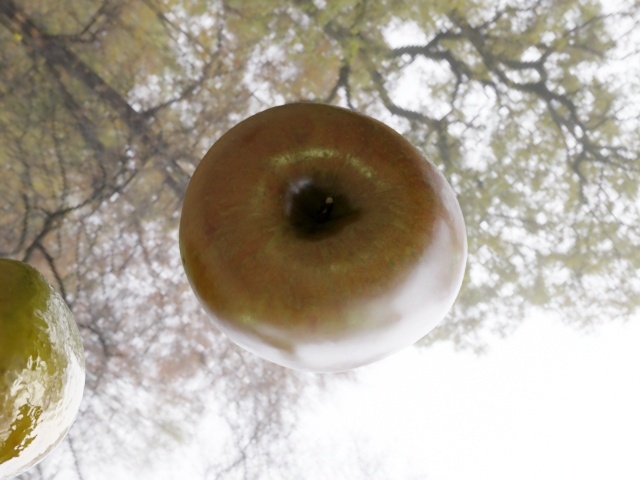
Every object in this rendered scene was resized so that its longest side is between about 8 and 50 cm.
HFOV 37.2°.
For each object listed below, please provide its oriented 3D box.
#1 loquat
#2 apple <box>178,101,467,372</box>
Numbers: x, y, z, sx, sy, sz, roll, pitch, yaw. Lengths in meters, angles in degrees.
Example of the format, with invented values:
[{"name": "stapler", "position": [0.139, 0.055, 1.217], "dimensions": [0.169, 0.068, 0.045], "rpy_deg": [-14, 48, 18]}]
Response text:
[{"name": "loquat", "position": [-0.324, 0.135, 0.865], "dimensions": [0.213, 0.213, 0.246], "rpy_deg": [-24, -138, 35]}, {"name": "apple", "position": [0.000, 0.000, 0.790], "dimensions": [0.237, 0.237, 0.207], "rpy_deg": [-55, 167, -15]}]
